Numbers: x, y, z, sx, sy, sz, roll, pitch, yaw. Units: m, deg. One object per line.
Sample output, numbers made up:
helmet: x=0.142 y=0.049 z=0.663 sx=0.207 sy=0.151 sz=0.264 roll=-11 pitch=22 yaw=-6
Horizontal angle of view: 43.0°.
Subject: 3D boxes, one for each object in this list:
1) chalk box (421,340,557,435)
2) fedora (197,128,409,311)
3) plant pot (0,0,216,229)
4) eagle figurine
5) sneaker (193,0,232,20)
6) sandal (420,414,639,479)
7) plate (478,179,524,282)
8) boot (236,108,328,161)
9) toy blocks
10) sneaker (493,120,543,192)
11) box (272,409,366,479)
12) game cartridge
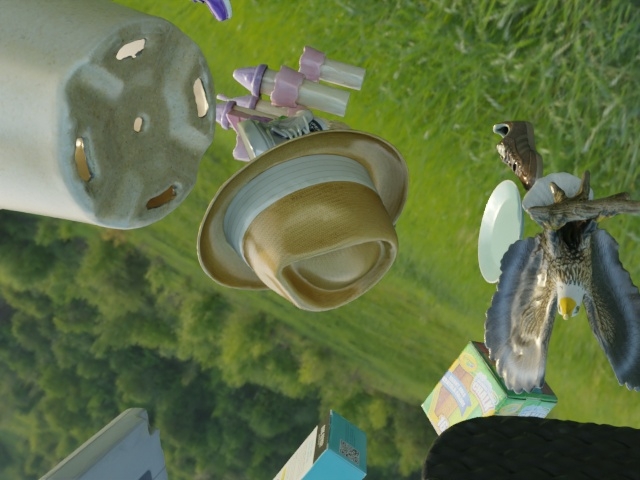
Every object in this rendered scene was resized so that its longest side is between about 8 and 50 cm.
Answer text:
chalk box: x=0.300 y=0.263 z=1.394 sx=0.132 sy=0.132 sz=0.213 roll=12 pitch=121 yaw=-33
fedora: x=0.000 y=0.000 z=0.647 sx=0.079 sy=0.194 sz=0.194 roll=58 pitch=176 yaw=35
plant pot: x=-0.298 y=-0.157 z=0.910 sx=0.305 sy=0.334 sz=0.334 roll=17 pitch=154 yaw=30
eagle figurine: x=0.362 y=0.067 z=1.178 sx=0.226 sy=0.225 sz=0.299 roll=28 pitch=139 yaw=43
sneaker: x=-0.204 y=-0.388 z=1.229 sx=0.170 sy=0.071 sz=0.068 roll=38 pitch=-176 yaw=-38
sandal: x=0.275 y=0.194 z=0.445 sx=0.445 sy=0.167 sz=0.107 roll=7 pitch=113 yaw=20
plate: x=0.331 y=-0.015 z=1.468 sx=0.024 sy=0.188 sz=0.188 roll=9 pitch=158 yaw=-10
boot: x=-0.050 y=-0.150 z=1.177 sx=0.258 sy=0.123 sz=0.095 roll=-119 pitch=9 yaw=-75
toy blocks: x=-0.092 y=-0.180 z=1.434 sx=0.259 sy=0.289 sz=0.309 roll=16 pitch=113 yaw=3
sneaker: x=0.356 y=-0.151 z=1.481 sx=0.071 sy=0.188 sz=0.066 roll=4 pitch=132 yaw=0
box: x=-0.036 y=0.339 z=1.036 sx=0.060 sy=0.244 sz=0.100 roll=36 pitch=-164 yaw=-7
game cartridge: x=-0.186 y=0.326 z=0.737 sx=0.062 sy=0.298 sz=0.198 roll=-5 pitch=-173 yaw=17
